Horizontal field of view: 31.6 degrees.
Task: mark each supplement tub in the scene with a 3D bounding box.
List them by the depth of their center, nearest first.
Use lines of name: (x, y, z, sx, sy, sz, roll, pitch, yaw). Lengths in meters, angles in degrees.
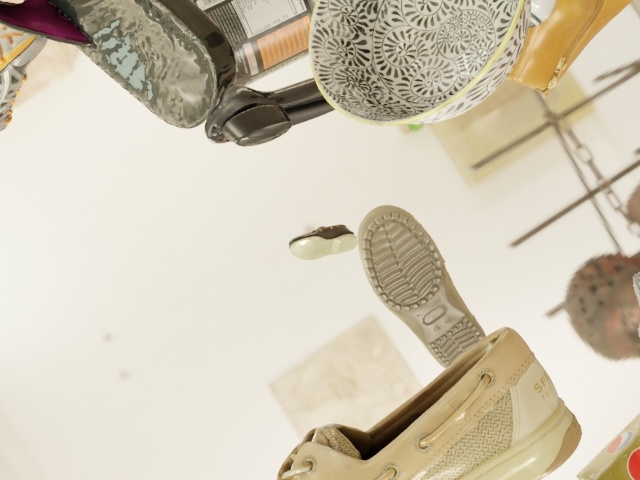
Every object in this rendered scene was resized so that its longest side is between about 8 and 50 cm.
supplement tub: (-0.128, -0.366, 1.859, 0.207, 0.338, 0.207, 59, 169, 19)

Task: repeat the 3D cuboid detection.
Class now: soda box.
soda box: (0.396, 0.245, 1.352, 0.061, 0.181, 0.058, 49, 169, -2)

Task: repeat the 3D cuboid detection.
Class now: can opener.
can opener: (-0.037, -0.131, 1.140, 0.073, 0.186, 0.059, 51, 137, 17)

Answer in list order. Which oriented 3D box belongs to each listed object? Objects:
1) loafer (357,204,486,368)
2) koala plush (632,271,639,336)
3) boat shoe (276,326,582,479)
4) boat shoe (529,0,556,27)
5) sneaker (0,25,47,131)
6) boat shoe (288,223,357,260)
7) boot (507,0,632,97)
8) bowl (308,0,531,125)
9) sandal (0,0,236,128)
loafer: (0.122, 0.057, 1.474, 0.268, 0.102, 0.092, 58, -179, -28)
koala plush: (0.653, 0.144, 1.850, 0.203, 0.221, 0.196, -102, -6, -46)
boat shoe: (0.022, 0.185, 0.846, 0.110, 0.341, 0.121, 58, -179, -5)
boat shoe: (0.111, -0.297, 1.336, 0.335, 0.119, 0.121, 26, -177, 27)
sneaker: (-0.395, -0.175, 1.347, 0.083, 0.215, 0.084, 40, -169, -37)
boat shoe: (0.000, 0.001, 1.937, 0.042, 0.133, 0.049, 50, 136, 39)
boot: (0.328, -0.287, 1.448, 0.104, 0.211, 0.295, 35, -155, 28)
bowl: (0.082, -0.145, 0.784, 0.080, 0.170, 0.170, 27, -158, -50)
sandal: (-0.283, -0.274, 1.179, 0.446, 0.107, 0.167, 37, 135, 13)
